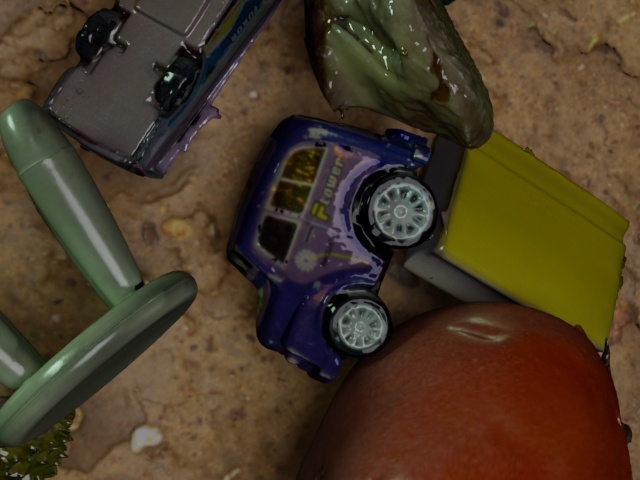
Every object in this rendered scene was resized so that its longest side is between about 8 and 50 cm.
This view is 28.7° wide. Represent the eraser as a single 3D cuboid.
[{"bbox_3d":[0.191,-0.001,1.196,0.226,0.069,0.158,30,62,-23],"label":"eraser"}]

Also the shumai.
[{"bbox_3d":[0.056,-0.150,1.036,0.120,0.201,0.201,-27,108,13],"label":"shumai"}]

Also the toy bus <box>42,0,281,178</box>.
[{"bbox_3d":[-0.097,-0.197,1.040,0.112,0.138,0.317,33,83,13],"label":"toy bus"}]

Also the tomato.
[{"bbox_3d":[0.117,0.213,1.089,0.272,0.341,0.341,11,94,-7],"label":"tomato"}]

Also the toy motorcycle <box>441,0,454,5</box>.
[{"bbox_3d":[0.113,-0.350,1.120,0.187,0.125,0.275,-13,105,-9],"label":"toy motorcycle"}]

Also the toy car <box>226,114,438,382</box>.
[{"bbox_3d":[0.000,0.000,1.111,0.158,0.172,0.235,20,93,-6],"label":"toy car"}]

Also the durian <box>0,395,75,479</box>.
[{"bbox_3d":[-0.286,0.190,1.049,0.186,0.108,0.119,-2,98,-21],"label":"durian"}]

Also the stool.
[{"bbox_3d":[-0.230,0.031,0.987,0.195,0.195,0.199,-41,85,-11],"label":"stool"}]
